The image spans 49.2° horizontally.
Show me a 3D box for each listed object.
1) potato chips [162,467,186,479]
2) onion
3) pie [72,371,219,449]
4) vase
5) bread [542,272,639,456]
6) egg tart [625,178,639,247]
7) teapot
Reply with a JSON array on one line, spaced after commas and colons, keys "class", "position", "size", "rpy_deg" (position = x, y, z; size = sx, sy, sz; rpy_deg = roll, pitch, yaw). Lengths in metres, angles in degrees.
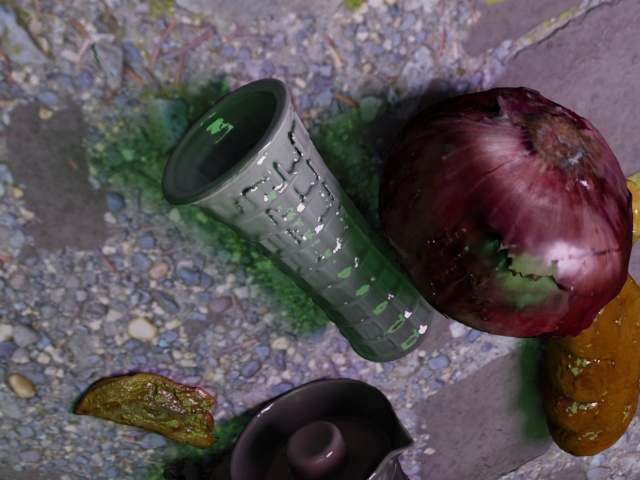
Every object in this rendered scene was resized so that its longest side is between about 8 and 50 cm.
[{"class": "potato chips", "position": [-0.129, 0.387, 0.867], "size": [0.029, 0.202, 0.220], "rpy_deg": [-36, 148, -32]}, {"class": "onion", "position": [0.169, -0.021, 0.666], "size": [0.252, 0.252, 0.219], "rpy_deg": [2, 149, -16]}, {"class": "pie", "position": [-0.187, 0.192, 0.803], "size": [0.169, 0.034, 0.092], "rpy_deg": [24, 113, -19]}, {"class": "vase", "position": [0.000, 0.000, 0.682], "size": [0.143, 0.143, 0.299], "rpy_deg": [-38, 124, 9]}, {"class": "bread", "position": [0.337, 0.134, 0.878], "size": [0.124, 0.084, 0.344], "rpy_deg": [-18, 122, -11]}, {"class": "egg tart", "position": [0.332, -0.033, 0.776], "size": [0.105, 0.039, 0.105], "rpy_deg": [6, 79, -35]}, {"class": "teapot", "position": [0.024, 0.361, 0.856], "size": [0.300, 0.253, 0.344], "rpy_deg": [-9, 118, 23]}]
